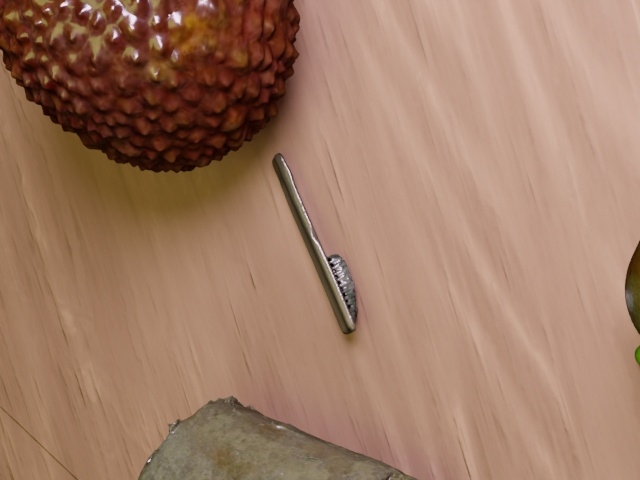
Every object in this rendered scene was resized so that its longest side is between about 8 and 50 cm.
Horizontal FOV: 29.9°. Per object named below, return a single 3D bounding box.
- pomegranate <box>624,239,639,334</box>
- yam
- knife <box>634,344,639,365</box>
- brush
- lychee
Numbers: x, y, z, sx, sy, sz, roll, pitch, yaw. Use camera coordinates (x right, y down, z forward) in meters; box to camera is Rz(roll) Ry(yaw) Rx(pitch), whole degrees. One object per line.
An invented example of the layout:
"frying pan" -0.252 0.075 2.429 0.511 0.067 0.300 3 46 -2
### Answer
"pomegranate" 0.306 0.039 0.859 0.180 0.210 0.180 9 117 19
"yam" -0.018 0.287 1.166 0.300 0.195 0.195 20 113 31
"knife" 0.356 0.102 0.960 0.212 0.015 0.054 -2 109 35
"brush" 0.000 0.000 1.175 0.190 0.027 0.034 66 163 8
"lychee" -0.157 -0.205 1.084 0.275 0.276 0.304 -5 120 36
